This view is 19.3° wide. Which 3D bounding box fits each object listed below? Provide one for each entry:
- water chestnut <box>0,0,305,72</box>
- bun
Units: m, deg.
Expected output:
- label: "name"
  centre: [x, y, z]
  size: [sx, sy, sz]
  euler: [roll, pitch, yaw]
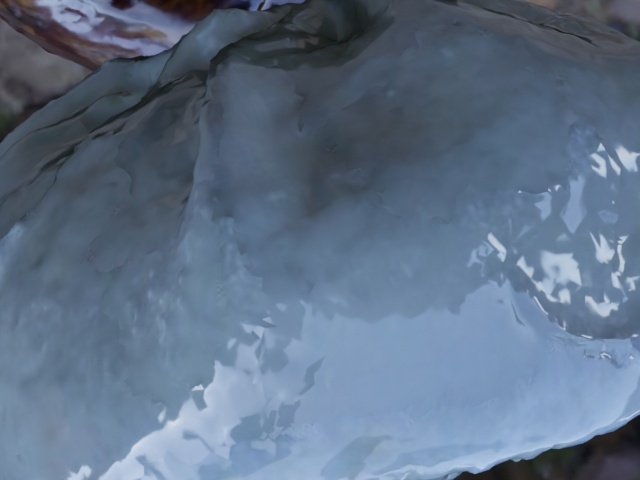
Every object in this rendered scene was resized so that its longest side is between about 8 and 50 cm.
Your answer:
- label: "water chestnut"
  centre: [-0.047, -0.233, 0.946]
  size: [0.335, 0.347, 0.335]
  euler: [-5, 104, -20]
- label: "bun"
  centre: [0.005, -0.001, 0.752]
  size: [0.355, 0.194, 0.354]
  euler: [-15, -178, 1]
